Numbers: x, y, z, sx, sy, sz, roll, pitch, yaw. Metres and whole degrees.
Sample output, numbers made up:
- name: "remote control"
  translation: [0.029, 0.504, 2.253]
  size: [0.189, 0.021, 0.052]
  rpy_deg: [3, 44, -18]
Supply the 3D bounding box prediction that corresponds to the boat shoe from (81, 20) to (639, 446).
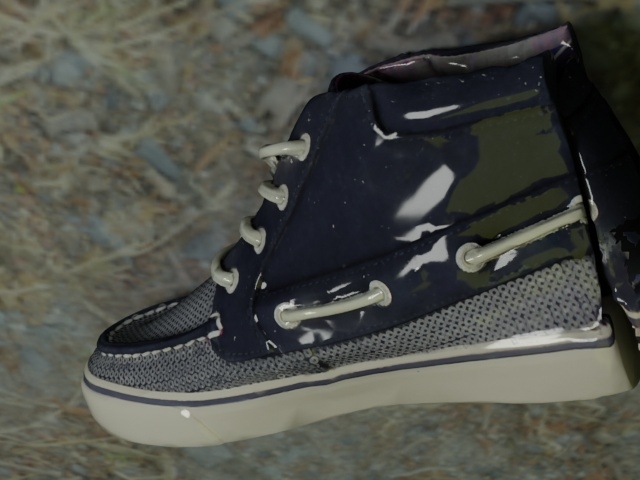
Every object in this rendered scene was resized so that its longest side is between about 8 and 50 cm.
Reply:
- name: "boat shoe"
  translation: [0.000, 0.000, 0.550]
  size: [0.341, 0.127, 0.158]
  rpy_deg: [-12, 108, 27]
